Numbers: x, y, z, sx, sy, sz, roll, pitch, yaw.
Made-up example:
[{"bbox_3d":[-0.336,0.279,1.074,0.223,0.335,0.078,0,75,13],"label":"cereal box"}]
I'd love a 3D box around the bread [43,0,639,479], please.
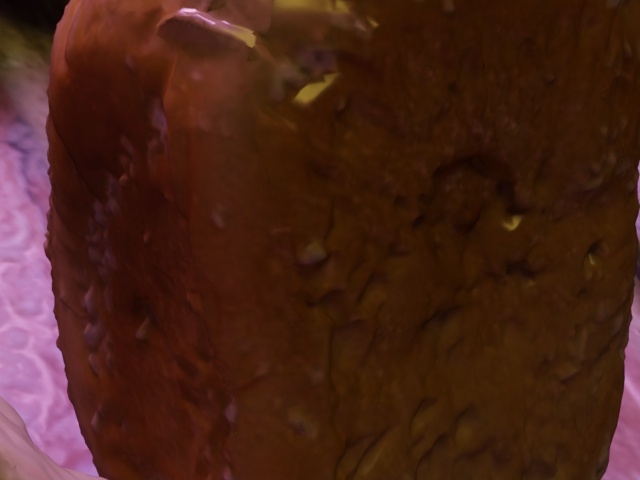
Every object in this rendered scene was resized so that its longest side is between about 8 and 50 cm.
[{"bbox_3d":[0.000,0.000,0.625,0.195,0.246,0.176,-12,21,-32],"label":"bread"}]

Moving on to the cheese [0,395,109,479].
[{"bbox_3d":[-0.086,0.145,0.317,0.332,0.153,0.292,48,5,-38],"label":"cheese"}]
